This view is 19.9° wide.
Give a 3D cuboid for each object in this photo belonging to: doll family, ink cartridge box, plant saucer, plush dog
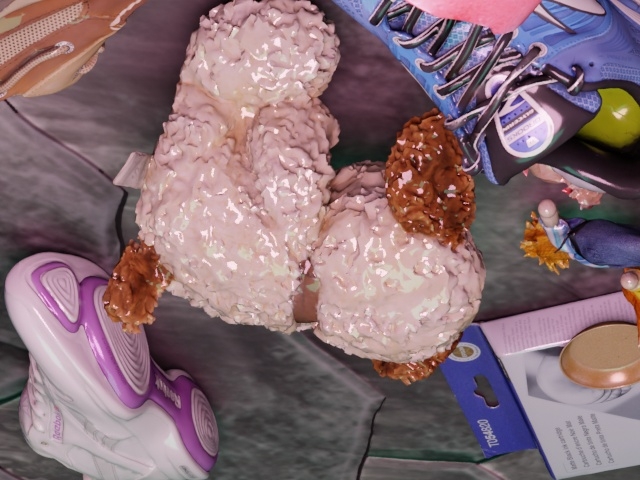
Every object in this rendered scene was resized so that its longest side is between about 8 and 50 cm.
[{"bbox_3d":[0.230,0.010,1.302,0.263,0.118,0.163,25,174,-29],"label":"doll family"},{"bbox_3d":[0.221,0.128,1.545,0.224,0.045,0.223,-12,142,15],"label":"ink cartridge box"},{"bbox_3d":[0.229,0.087,1.442,0.083,0.015,0.083,-1,139,0],"label":"plant saucer"},{"bbox_3d":[0.000,0.000,1.195,0.225,0.210,0.262,18,144,13],"label":"plush dog"}]

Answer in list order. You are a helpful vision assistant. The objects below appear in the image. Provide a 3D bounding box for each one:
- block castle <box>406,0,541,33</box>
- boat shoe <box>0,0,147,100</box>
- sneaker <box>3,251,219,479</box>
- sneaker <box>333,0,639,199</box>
[{"bbox_3d":[-0.043,-0.298,0.639,0.303,0.453,0.213,22,131,-27],"label":"block castle"},{"bbox_3d":[-0.183,-0.149,1.091,0.324,0.122,0.120,-23,147,10],"label":"boat shoe"},{"bbox_3d":[-0.196,0.123,1.472,0.152,0.114,0.305,-13,141,14],"label":"sneaker"},{"bbox_3d":[0.106,-0.124,1.076,0.330,0.147,0.130,26,133,-31],"label":"sneaker"}]
